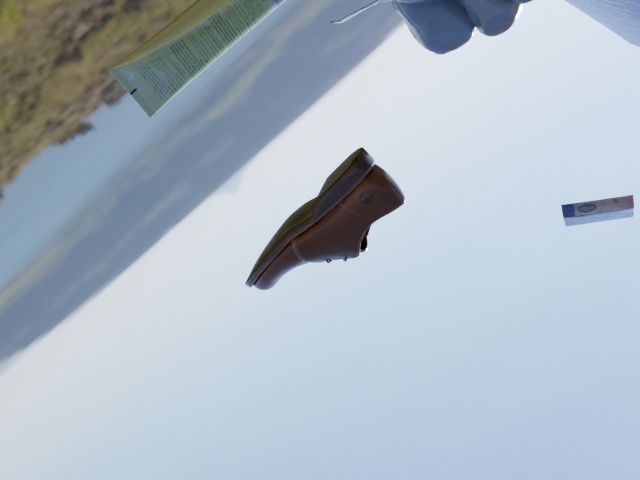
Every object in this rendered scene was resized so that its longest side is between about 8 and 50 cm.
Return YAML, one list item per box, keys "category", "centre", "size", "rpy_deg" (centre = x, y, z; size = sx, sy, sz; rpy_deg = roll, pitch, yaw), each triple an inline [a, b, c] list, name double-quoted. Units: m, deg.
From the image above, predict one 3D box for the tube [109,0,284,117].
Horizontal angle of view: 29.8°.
- category: "tube"
  centre: [-0.117, -0.236, 1.306]
  size: [0.240, 0.070, 0.062]
  rpy_deg: [-41, -166, -1]

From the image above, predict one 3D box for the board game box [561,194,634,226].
- category: "board game box"
  centre: [0.358, -0.038, 1.550]
  size: [0.090, 0.020, 0.090]
  rpy_deg: [-9, 172, 13]

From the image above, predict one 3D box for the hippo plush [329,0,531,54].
- category: "hippo plush"
  centre: [0.137, -0.388, 1.502]
  size: [0.294, 0.237, 0.234]
  rpy_deg: [-11, 153, 2]

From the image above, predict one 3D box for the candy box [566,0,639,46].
- category: "candy box"
  centre: [0.246, -0.237, 0.932]
  size: [0.122, 0.317, 0.268]
  rpy_deg: [-60, -148, 8]

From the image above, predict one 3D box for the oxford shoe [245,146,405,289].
- category: "oxford shoe"
  centre: [0.000, 0.000, 1.163]
  size: [0.212, 0.076, 0.076]
  rpy_deg: [-40, -164, 42]
